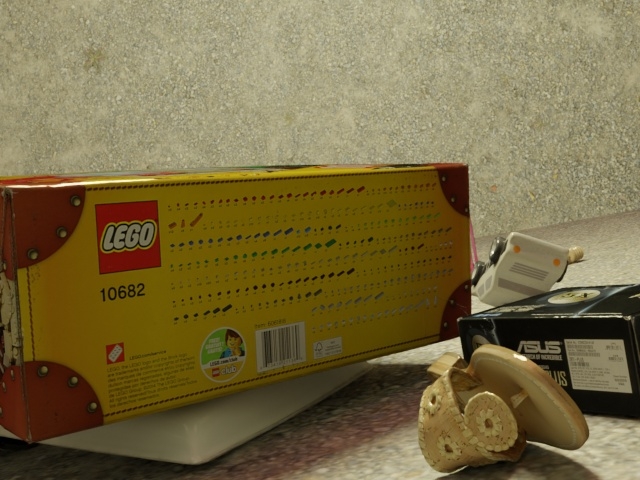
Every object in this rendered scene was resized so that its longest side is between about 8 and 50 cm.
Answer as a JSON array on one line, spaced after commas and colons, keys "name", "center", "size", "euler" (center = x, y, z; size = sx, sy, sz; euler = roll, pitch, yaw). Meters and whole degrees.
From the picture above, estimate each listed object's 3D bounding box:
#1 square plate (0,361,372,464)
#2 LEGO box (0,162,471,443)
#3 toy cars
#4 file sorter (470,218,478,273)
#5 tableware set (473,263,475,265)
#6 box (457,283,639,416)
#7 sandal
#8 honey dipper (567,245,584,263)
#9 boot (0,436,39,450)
[{"name": "square plate", "center": [-0.168, 0.143, 0.906], "size": [0.347, 0.049, 0.344], "euler": [1, 6, 28]}, {"name": "LEGO box", "center": [-0.143, 0.022, 0.888], "size": [0.500, 0.193, 0.372], "euler": [-7, 8, -40]}, {"name": "toy cars", "center": [0.187, 0.072, 1.227], "size": [0.393, 0.087, 0.176], "euler": [-6, -32, 45]}, {"name": "file sorter", "center": [0.181, 0.016, 1.623], "size": [0.202, 0.182, 0.290], "euler": [-10, 2, 19]}, {"name": "tableware set", "center": [0.379, 0.056, 1.817], "size": [0.168, 0.020, 0.141], "euler": [-10, 1, 18]}, {"name": "box", "center": [0.233, 0.086, 0.720], "size": [0.147, 0.077, 0.180], "euler": [-11, 2, -35]}, {"name": "sandal", "center": [0.103, 0.129, 0.590], "size": [0.079, 0.088, 0.240], "euler": [-42, -1, -8]}, {"name": "honey dipper", "center": [0.466, 0.040, 1.677], "size": [0.160, 0.030, 0.030], "euler": [-14, 4, -42]}, {"name": "boot", "center": [-0.422, 0.200, 0.935], "size": [0.246, 0.083, 0.161], "euler": [-10, 5, -10]}]
